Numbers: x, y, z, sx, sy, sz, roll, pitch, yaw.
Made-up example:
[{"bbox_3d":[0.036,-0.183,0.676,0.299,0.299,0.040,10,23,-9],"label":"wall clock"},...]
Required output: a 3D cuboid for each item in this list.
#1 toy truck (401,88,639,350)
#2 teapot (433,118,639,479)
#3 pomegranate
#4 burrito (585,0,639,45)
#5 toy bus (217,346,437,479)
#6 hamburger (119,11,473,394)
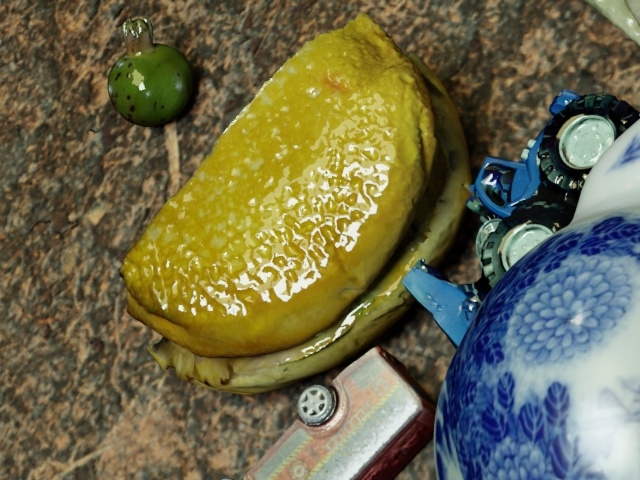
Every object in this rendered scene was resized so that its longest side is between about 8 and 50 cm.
[{"bbox_3d":[0.139,0.014,1.000,0.126,0.113,0.208,17,76,37],"label":"toy truck"},{"bbox_3d":[0.208,0.098,0.795,0.280,0.252,0.424,-19,71,39],"label":"teapot"},{"bbox_3d":[-0.141,-0.130,1.268,0.073,0.084,0.073,-20,47,22],"label":"pomegranate"},{"bbox_3d":[0.248,-0.190,1.024,0.348,0.107,0.175,51,122,42],"label":"burrito"},{"bbox_3d":[-0.005,0.158,1.052,0.192,0.065,0.077,-48,58,4],"label":"toy bus"},{"bbox_3d":[0.000,0.000,1.081,0.156,0.144,0.283,42,94,29],"label":"hamburger"}]
